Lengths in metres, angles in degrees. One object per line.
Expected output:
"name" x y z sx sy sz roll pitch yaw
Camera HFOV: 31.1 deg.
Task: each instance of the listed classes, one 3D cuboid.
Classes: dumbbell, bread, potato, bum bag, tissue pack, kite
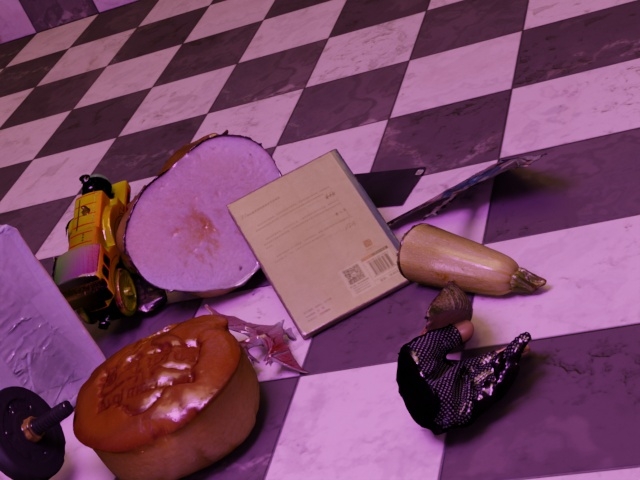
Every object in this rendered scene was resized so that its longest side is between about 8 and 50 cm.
"dumbbell" -0.473 0.309 1.640 0.325 0.143 0.143 -33 25 22
"bread" -0.212 0.222 1.617 0.269 0.148 0.270 -22 28 12
"potato" -0.202 -0.028 1.971 0.299 0.246 0.196 -44 3 -14
"bum bag" -0.339 0.065 2.054 0.102 0.069 0.248 -13 29 -11
"tissue pack" -0.591 0.123 1.881 0.404 0.332 0.205 8 45 44
"kite" 0.224 -0.078 1.829 0.335 0.011 0.314 -25 5 35

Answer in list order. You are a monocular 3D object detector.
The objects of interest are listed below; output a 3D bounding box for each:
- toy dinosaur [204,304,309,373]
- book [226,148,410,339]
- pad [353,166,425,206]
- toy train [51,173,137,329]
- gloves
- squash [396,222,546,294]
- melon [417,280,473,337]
"toy dinosaur" -0.095 0.146 1.729 0.220 0.032 0.108 28 38 35
"book" 0.000 0.000 1.815 0.214 0.025 0.283 -27 58 -5
"pad" 0.085 -0.091 2.048 0.193 0.004 0.116 -3 36 34
"toy train" -0.374 0.008 1.964 0.100 0.161 0.296 -17 45 13
"gloves" 0.194 0.171 1.468 0.180 0.106 0.129 -7 19 -27
"squash" 0.226 0.039 1.666 0.224 0.094 0.094 15 47 39
"melon" 0.163 0.096 1.532 0.098 0.182 0.054 -39 76 -14
